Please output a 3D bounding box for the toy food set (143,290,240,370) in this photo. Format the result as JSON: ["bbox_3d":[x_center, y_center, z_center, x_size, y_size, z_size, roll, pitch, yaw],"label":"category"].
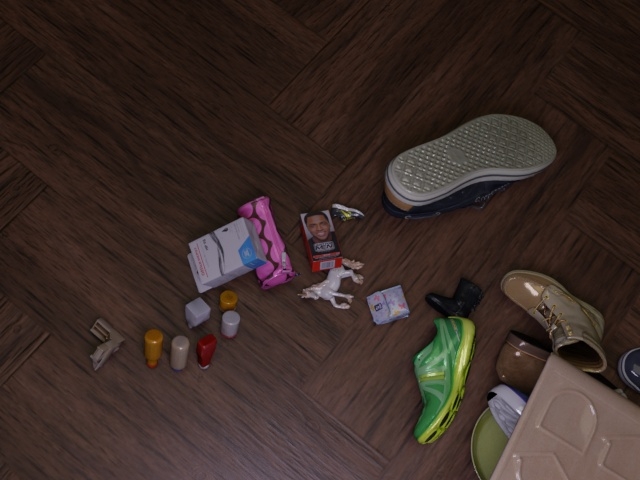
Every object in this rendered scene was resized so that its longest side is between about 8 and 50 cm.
[{"bbox_3d":[-0.267,0.210,1.796,0.232,0.105,0.111,-31,62,-35],"label":"toy food set"}]

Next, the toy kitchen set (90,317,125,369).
[{"bbox_3d":[-0.481,0.225,1.763,0.075,0.083,0.068,40,111,8],"label":"toy kitchen set"}]

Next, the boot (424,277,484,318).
[{"bbox_3d":[0.313,0.130,1.911,0.121,0.045,0.099,35,72,-2],"label":"boot"}]

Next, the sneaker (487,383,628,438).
[{"bbox_3d":[0.542,0.375,1.774,0.323,0.130,0.236,44,65,11],"label":"sneaker"}]

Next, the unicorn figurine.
[{"bbox_3d":[0.029,0.105,1.882,0.111,0.060,0.162,26,54,9],"label":"unicorn figurine"}]

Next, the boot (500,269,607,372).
[{"bbox_3d":[0.520,0.180,1.843,0.261,0.095,0.203,32,28,0],"label":"boot"}]

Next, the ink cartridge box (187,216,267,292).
[{"bbox_3d":[-0.221,0.035,1.826,0.180,0.060,0.104,-25,73,14],"label":"ink cartridge box"}]

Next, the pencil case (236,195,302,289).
[{"bbox_3d":[-0.121,0.001,1.873,0.095,0.098,0.209,-16,72,-21],"label":"pencil case"}]

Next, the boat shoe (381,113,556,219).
[{"bbox_3d":[0.352,-0.173,1.976,0.499,0.156,0.187,-20,68,-26],"label":"boat shoe"}]

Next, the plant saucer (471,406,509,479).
[{"bbox_3d":[0.442,0.466,1.808,0.240,0.037,0.241,3,69,-7],"label":"plant saucer"}]

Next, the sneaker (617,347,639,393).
[{"bbox_3d":[0.850,0.315,1.872,0.320,0.127,0.126,17,70,1],"label":"sneaker"}]

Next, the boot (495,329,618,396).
[{"bbox_3d":[0.538,0.315,1.862,0.305,0.112,0.115,25,99,-3],"label":"boot"}]

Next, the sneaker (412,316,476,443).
[{"bbox_3d":[0.257,0.307,1.822,0.123,0.109,0.296,13,69,22],"label":"sneaker"}]

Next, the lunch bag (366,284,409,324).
[{"bbox_3d":[0.154,0.149,1.880,0.083,0.053,0.071,-16,71,-3],"label":"lunch bag"}]

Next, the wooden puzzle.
[{"bbox_3d":[0.520,0.450,1.639,0.322,0.080,0.348,32,67,1],"label":"wooden puzzle"}]

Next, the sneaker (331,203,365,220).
[{"bbox_3d":[0.064,-0.060,1.959,0.083,0.031,0.035,17,82,3],"label":"sneaker"}]

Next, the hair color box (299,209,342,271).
[{"bbox_3d":[0.000,0.000,1.898,0.071,0.043,0.141,-9,53,-11],"label":"hair color box"}]
